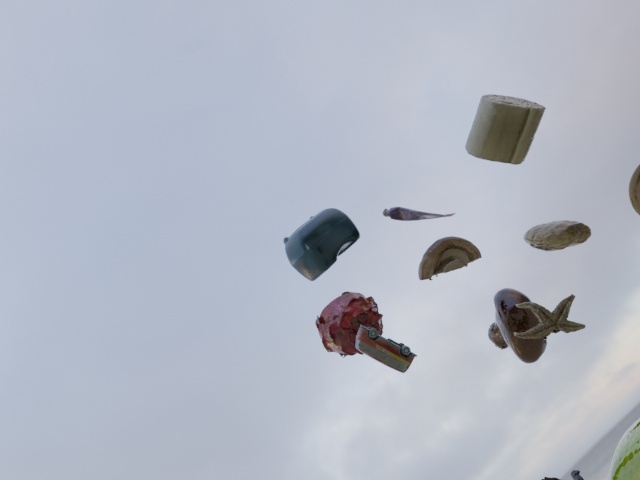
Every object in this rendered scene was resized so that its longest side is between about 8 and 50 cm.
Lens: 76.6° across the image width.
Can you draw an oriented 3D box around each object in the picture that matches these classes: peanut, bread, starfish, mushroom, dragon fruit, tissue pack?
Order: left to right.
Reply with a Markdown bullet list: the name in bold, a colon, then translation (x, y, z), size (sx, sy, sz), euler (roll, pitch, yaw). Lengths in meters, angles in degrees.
- **tissue pack**: translation (0.000, 0.000, 1.588), size (0.287, 0.206, 0.198), euler (-43, 0, -38)
- **dragon fruit**: translation (0.181, 0.485, 2.229), size (0.387, 0.249, 0.370), euler (4, -77, -24)
- **mushroom**: translation (0.543, 0.065, 1.767), size (0.286, 0.151, 0.156), euler (-21, -2, 0)
- **bread**: translation (0.449, -0.274, 0.997), size (0.134, 0.148, 0.141), euler (-46, -29, -55)
- **mushroom**: translation (0.867, 0.396, 1.827), size (0.260, 0.345, 0.345), euler (-28, -34, 25)
- **starfish**: translation (0.789, 0.264, 1.410), size (0.248, 0.138, 0.050), euler (-8, -32, 1)
- **peanut**: translation (0.888, -0.019, 1.508), size (0.233, 0.197, 0.110), euler (-11, -92, -28)

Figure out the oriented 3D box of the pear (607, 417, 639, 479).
- **pear**: translation (0.575, 0.427, 0.602), size (0.239, 0.342, 0.318), euler (-2, -33, -41)

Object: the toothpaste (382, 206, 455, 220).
- **toothpaste**: translation (0.376, -0.104, 1.596), size (0.075, 0.301, 0.048), euler (26, -104, -45)

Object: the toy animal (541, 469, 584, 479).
- **toy animal**: translation (0.670, 0.650, 1.037), size (0.220, 0.107, 0.062), euler (10, -56, -14)

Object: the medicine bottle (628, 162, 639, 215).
- **medicine bottle**: translation (1.054, -0.146, 1.143), size (0.232, 0.238, 0.237), euler (0, -56, -32)

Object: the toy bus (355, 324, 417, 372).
- **toy bus**: translation (0.268, 0.463, 1.741), size (0.119, 0.265, 0.121), euler (-62, -2, -8)
